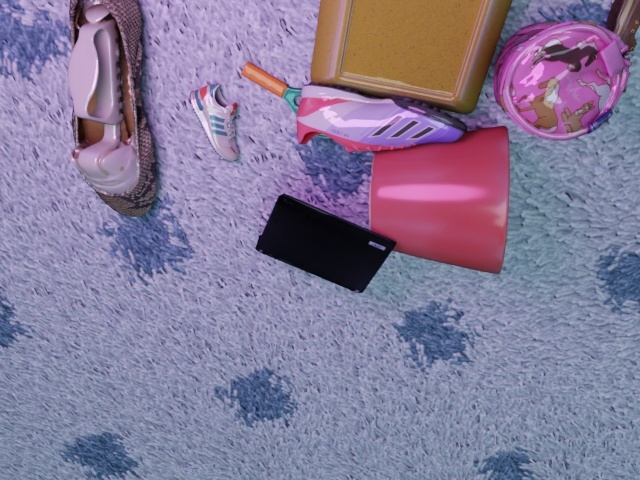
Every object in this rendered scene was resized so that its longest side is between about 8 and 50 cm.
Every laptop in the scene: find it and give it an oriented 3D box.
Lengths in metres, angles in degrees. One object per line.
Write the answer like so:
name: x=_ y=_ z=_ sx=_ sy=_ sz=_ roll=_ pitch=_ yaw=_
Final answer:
laptop: x=0.000 y=0.000 z=1.161 sx=0.234 sy=0.264 sz=0.137 roll=24 pitch=97 yaw=-6

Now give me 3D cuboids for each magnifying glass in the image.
magnifying glass: x=-0.050 y=-0.283 z=1.138 sx=0.230 sy=0.026 sz=0.092 roll=29 pitch=114 yaw=-8

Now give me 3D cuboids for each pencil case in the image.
pencil case: x=0.368 y=-0.270 z=0.918 sx=0.167 sy=0.386 sz=0.160 roll=24 pitch=114 yaw=5

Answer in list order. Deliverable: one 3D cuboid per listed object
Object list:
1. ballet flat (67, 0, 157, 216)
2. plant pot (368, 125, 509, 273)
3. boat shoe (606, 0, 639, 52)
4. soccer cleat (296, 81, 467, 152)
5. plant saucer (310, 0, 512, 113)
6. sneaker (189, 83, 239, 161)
ballet flat: x=-0.417 y=-0.243 z=1.098 sx=0.163 sy=0.182 sz=0.484 roll=5 pitch=116 yaw=1
plant pot: x=0.226 y=-0.080 z=1.099 sx=0.242 sy=0.275 sz=0.275 roll=3 pitch=116 yaw=14
boat shoe: x=0.541 y=-0.356 z=1.035 sx=0.060 sy=0.064 sz=0.178 roll=14 pitch=113 yaw=0
soccer cleat: x=0.104 y=-0.206 z=1.050 sx=0.317 sy=0.108 sz=0.117 roll=15 pitch=97 yaw=18
plant saucer: x=0.157 y=-0.381 z=1.000 sx=0.332 sy=0.081 sz=0.333 roll=11 pitch=130 yaw=1
sneaker: x=-0.194 y=-0.238 z=1.151 sx=0.075 sy=0.057 sz=0.161 roll=-20 pitch=109 yaw=19
